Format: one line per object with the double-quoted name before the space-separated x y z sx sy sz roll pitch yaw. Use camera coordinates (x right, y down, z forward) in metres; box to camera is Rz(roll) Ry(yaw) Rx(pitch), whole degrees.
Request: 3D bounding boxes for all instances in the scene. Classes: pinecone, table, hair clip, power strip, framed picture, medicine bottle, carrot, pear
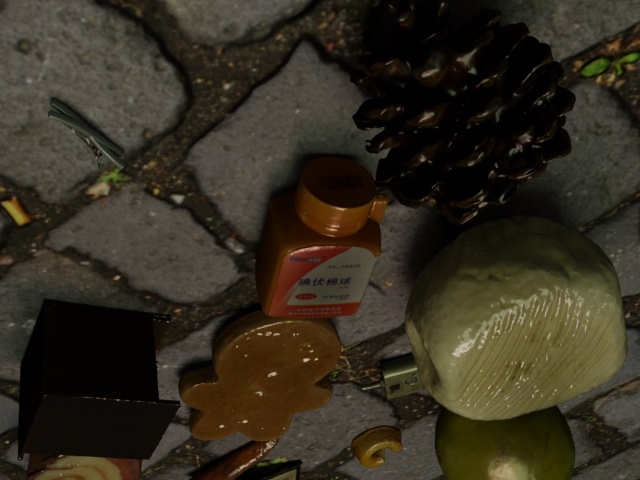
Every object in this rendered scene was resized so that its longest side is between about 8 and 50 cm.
"pinecone" 0.146 -0.152 0.934 0.257 0.243 0.243 37 122 -7
"table" -0.333 0.216 1.221 0.193 0.169 0.172 9 133 -27
"hair clip" -0.283 -0.120 0.975 0.039 0.030 0.115 -27 137 15
"power strip" 0.203 0.236 1.500 0.268 0.034 0.092 -14 139 -2
"framed picture" -0.132 0.545 1.714 0.199 0.010 0.195 -18 141 -20
"medicine bottle" 0.000 0.001 1.128 0.149 0.112 0.222 0 136 -17
"carrot" -0.161 0.435 1.605 0.224 0.057 0.057 -36 134 14
"pear" 0.347 0.398 1.544 0.253 0.253 0.307 -17 101 2

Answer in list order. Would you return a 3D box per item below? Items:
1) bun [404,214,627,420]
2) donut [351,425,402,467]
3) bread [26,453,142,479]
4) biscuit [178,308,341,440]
"bun" 0.294 0.107 1.246 0.353 0.227 0.349 6 134 -19
"donut" 0.115 0.423 1.673 0.097 0.043 0.108 19 124 -33
"bread" -0.402 0.366 1.396 0.190 0.123 0.244 -10 138 -8
"biscuit" -0.099 0.230 1.392 0.275 0.052 0.355 4 134 -21
